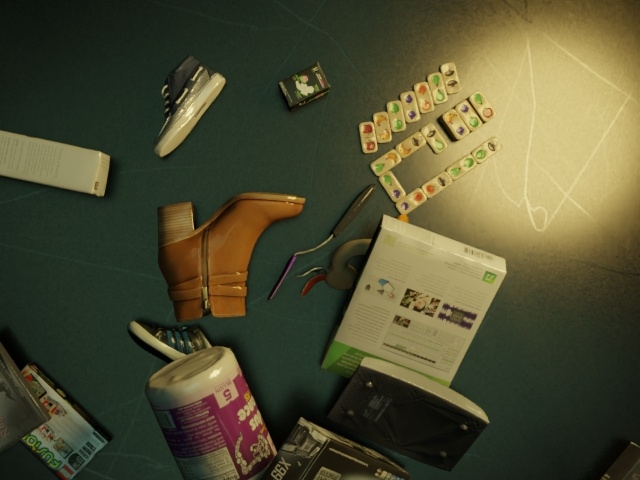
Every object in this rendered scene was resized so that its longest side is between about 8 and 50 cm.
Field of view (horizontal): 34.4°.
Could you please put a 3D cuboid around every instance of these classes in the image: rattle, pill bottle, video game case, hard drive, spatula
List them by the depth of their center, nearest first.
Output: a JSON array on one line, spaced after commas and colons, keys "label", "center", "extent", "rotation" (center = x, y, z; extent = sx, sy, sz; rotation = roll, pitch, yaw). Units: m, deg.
[{"label": "pill bottle", "center": [-0.174, 0.351, 1.800], "extent": [0.169, 0.169, 0.301], "rotation": [-23, 102, -3]}, {"label": "video game case", "center": [-0.647, 0.313, 1.863], "extent": [0.274, 0.026, 0.196], "rotation": [-34, 90, 11]}, {"label": "hard drive", "center": [0.158, 0.311, 1.872], "extent": [0.255, 0.054, 0.172], "rotation": [25, 127, -5]}, {"label": "spatula", "center": [0.000, 0.000, 1.908], "extent": [0.296, 0.084, 0.030], "rotation": [-43, 92, -10]}, {"label": "rattle", "center": [0.056, 0.023, 1.916], "extent": [0.200, 0.130, 0.142], "rotation": [-18, 57, 31]}]

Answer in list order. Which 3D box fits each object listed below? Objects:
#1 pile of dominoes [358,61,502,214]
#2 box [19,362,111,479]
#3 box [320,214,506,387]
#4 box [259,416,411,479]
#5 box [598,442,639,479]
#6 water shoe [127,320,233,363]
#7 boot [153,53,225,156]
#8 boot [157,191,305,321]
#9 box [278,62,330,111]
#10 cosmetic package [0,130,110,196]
[{"label": "pile of dominoes", "center": [0.203, -0.195, 1.931], "extent": [0.251, 0.040, 0.196], "rotation": [-35, 91, -3]}, {"label": "box", "center": [-0.497, 0.336, 1.891], "extent": [0.207, 0.036, 0.114], "rotation": [45, 88, -1]}, {"label": "box", "center": [0.160, 0.133, 1.843], "extent": [0.232, 0.058, 0.322], "rotation": [21, 117, -3]}, {"label": "box", "center": [0.001, 0.458, 1.792], "extent": [0.076, 0.307, 0.242], "rotation": [31, 86, 39]}, {"label": "box", "center": [0.596, 0.488, 1.909], "extent": [0.156, 0.093, 0.158], "rotation": [41, 89, -1]}, {"label": "water shoe", "center": [-0.256, 0.188, 1.898], "extent": [0.203, 0.073, 0.080], "rotation": [31, 69, -8]}, {"label": "boot", "center": [-0.265, -0.248, 1.904], "extent": [0.086, 0.069, 0.190], "rotation": [37, 80, 6]}, {"label": "boot", "center": [-0.154, 0.029, 1.875], "extent": [0.284, 0.109, 0.220], "rotation": [-9, 88, -1]}, {"label": "box", "center": [-0.031, -0.283, 1.911], "extent": [0.083, 0.062, 0.052], "rotation": [-26, 89, -2]}, {"label": "cosmetic package", "center": [-0.505, -0.141, 1.861], "extent": [0.231, 0.117, 0.085], "rotation": [10, 90, -3]}]
